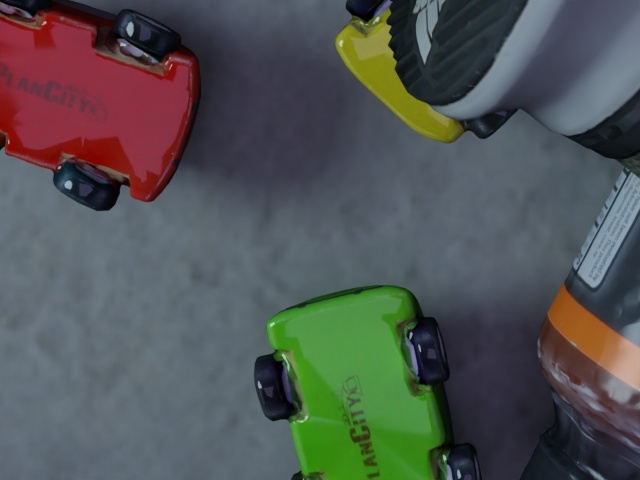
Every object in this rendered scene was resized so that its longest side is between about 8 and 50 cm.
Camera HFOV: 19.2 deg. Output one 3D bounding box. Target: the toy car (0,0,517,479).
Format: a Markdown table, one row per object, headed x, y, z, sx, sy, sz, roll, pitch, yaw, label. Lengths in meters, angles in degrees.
| x | y | z | sx | sy | sz | roll | pitch | yaw | label |
| --- | --- | --- | --- | --- | --- | --- | --- | --- | --- |
| 0.000 | 0.000 | 0.610 | 0.239 | 0.053 | 0.225 | -13 | 99 | 8 | toy car |

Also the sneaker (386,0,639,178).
| x | y | z | sx | sy | sz | roll | pitch | yaw | label |
| --- | --- | --- | --- | --- | --- | --- | --- | --- | --- |
| 0.214 | -0.177 | 0.485 | 0.257 | 0.169 | 0.447 | 27 | 78 | -10 | sneaker |

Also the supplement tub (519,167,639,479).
| x | y | z | sx | sy | sz | roll | pitch | yaw | label |
| --- | --- | --- | --- | --- | --- | --- | --- | --- | --- |
| 0.135 | 0.009 | 0.573 | 0.106 | 0.106 | 0.198 | 26 | 101 | 0 | supplement tub |
